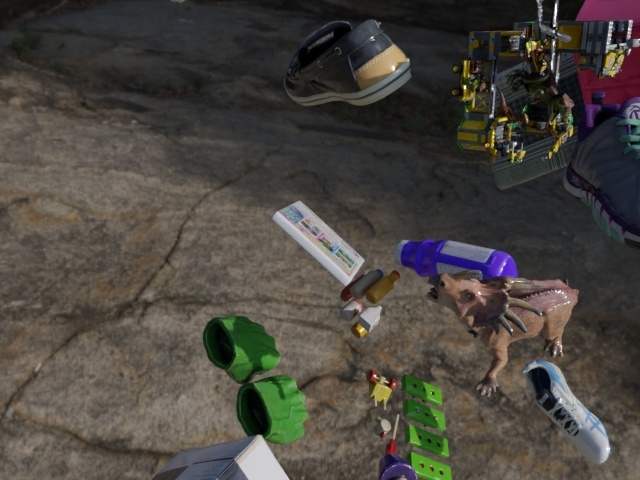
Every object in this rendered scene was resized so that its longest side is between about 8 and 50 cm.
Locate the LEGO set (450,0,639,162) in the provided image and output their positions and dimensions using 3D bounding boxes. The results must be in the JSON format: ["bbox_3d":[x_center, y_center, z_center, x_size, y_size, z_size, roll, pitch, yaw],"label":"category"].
[{"bbox_3d":[0.382,-0.251,0.990,0.192,0.255,0.331,17,19,42],"label":"LEGO set"}]

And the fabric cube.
[{"bbox_3d":[0.687,-0.392,1.223,0.258,0.259,0.254,6,52,41],"label":"fabric cube"}]

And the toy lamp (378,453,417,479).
[{"bbox_3d":[0.159,0.472,1.092,0.080,0.080,0.274,5,8,-8],"label":"toy lamp"}]

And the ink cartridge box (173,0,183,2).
[{"bbox_3d":[-0.245,-0.516,1.042,0.158,0.092,0.218,16,-19,-42],"label":"ink cartridge box"}]

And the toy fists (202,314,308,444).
[{"bbox_3d":[-0.122,0.265,1.176,0.142,0.096,0.279,11,39,-53],"label":"toy fists"}]

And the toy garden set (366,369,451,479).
[{"bbox_3d":[0.190,0.417,1.378,0.204,0.049,0.244,26,38,-18],"label":"toy garden set"}]

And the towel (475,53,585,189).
[{"bbox_3d":[0.564,-0.321,1.558,0.324,0.312,0.056,-20,-14,37],"label":"towel"}]

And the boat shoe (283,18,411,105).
[{"bbox_3d":[0.028,-0.401,1.354,0.187,0.156,0.500,-38,23,-8],"label":"boat shoe"}]

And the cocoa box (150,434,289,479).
[{"bbox_3d":[-0.129,0.497,0.860,0.347,0.231,0.228,58,40,-4],"label":"cocoa box"}]

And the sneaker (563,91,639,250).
[{"bbox_3d":[0.262,-0.062,0.502,0.083,0.098,0.223,-6,22,-2],"label":"sneaker"}]

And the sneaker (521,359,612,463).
[{"bbox_3d":[0.487,0.343,1.224,0.086,0.085,0.237,3,38,-27],"label":"sneaker"}]

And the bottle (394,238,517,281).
[{"bbox_3d":[0.304,0.056,1.406,0.283,0.118,0.092,14,59,41],"label":"bottle"}]

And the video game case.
[{"bbox_3d":[0.000,0.000,0.998,0.157,0.019,0.143,43,17,2],"label":"video game case"}]

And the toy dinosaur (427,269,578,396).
[{"bbox_3d":[0.305,0.101,0.910,0.296,0.200,0.127,-16,48,-21],"label":"toy dinosaur"}]

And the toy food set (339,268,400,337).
[{"bbox_3d":[0.125,0.151,1.581,0.111,0.232,0.104,39,59,22],"label":"toy food set"}]
